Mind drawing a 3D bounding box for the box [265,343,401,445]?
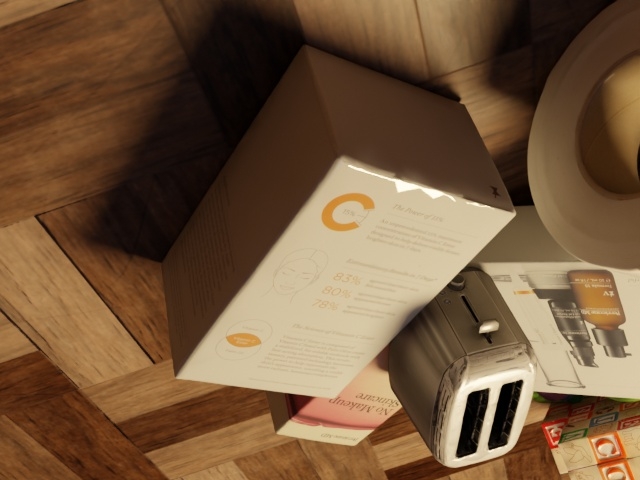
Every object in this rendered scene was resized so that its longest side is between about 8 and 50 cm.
[{"bbox_3d":[0.047,0.158,1.167,0.148,0.127,0.232,17,130,-35],"label":"box"}]

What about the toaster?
[{"bbox_3d":[0.158,0.154,0.997,0.129,0.146,0.227,-8,129,-16],"label":"toaster"}]

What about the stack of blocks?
[{"bbox_3d":[0.441,0.297,1.351,0.171,0.087,0.297,-21,179,22],"label":"stack of blocks"}]

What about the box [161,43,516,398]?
[{"bbox_3d":[0.000,0.000,0.932,0.215,0.168,0.345,14,133,-31],"label":"box"}]

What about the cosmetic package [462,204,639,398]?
[{"bbox_3d":[0.371,0.080,1.044,0.377,0.097,0.284,-2,141,32],"label":"cosmetic package"}]

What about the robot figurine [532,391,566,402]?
[{"bbox_3d":[0.383,0.229,1.411,0.115,0.067,0.101,1,140,-20],"label":"robot figurine"}]

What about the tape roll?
[{"bbox_3d":[0.336,-0.100,0.838,0.100,0.286,0.286,13,132,-31],"label":"tape roll"}]

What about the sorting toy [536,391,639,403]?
[{"bbox_3d":[0.493,0.188,1.257,0.365,0.127,0.126,-21,138,37],"label":"sorting toy"}]
